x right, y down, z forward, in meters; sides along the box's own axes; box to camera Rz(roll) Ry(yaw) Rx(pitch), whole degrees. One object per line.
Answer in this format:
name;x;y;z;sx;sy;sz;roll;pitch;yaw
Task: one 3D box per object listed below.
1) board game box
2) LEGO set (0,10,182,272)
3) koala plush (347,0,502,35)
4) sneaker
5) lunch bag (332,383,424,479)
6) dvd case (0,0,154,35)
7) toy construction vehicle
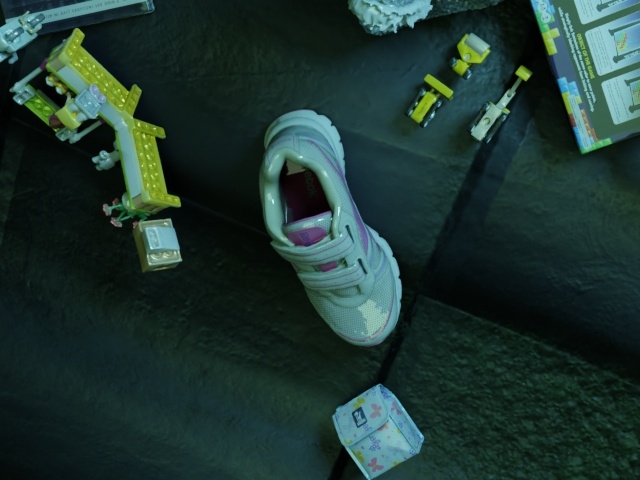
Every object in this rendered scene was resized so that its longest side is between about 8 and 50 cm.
board game box;0.271;-0.181;0.712;0.141;0.048;0.170;-18;102;16
LEGO set;-0.239;-0.092;0.828;0.107;0.132;0.287;-25;106;28
koala plush;0.076;-0.258;0.617;0.203;0.221;0.196;6;109;33
sneaker;0.000;0.000;0.798;0.102;0.111;0.252;-23;100;19
lunch bag;0.060;0.207;0.880;0.071;0.053;0.083;-34;87;19
dvd case;-0.269;-0.328;0.813;0.164;0.018;0.222;-7;104;14
toy construction vehicle;0.142;-0.139;0.767;0.085;0.035;0.098;36;109;12
